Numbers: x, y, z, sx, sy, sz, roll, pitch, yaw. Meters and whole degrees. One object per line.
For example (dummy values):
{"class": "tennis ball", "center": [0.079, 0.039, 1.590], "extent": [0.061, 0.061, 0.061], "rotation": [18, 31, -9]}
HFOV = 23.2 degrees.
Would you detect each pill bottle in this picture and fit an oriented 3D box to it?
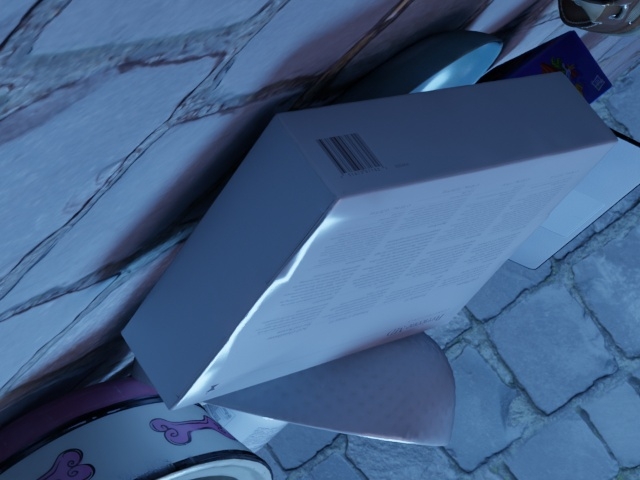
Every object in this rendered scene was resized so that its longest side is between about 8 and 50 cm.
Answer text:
{"class": "pill bottle", "center": [-0.112, 0.253, 2.608], "extent": [0.160, 0.160, 0.283], "rotation": [-35, 173, -35]}

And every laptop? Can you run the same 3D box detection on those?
{"class": "laptop", "center": [0.239, -0.029, 2.348], "extent": [0.382, 0.408, 0.236], "rotation": [-46, -155, 53]}

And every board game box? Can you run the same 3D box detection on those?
{"class": "board game box", "center": [0.129, -0.084, 1.721], "extent": [0.347, 0.078, 0.233], "rotation": [-38, -174, -14]}

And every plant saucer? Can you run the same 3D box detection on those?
{"class": "plant saucer", "center": [0.034, -0.096, 1.445], "extent": [0.317, 0.044, 0.317], "rotation": [-39, 175, -4]}

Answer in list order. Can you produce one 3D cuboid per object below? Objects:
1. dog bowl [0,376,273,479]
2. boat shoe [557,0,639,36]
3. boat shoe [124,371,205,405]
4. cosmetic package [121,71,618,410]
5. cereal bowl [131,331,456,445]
{"class": "dog bowl", "center": [-0.260, 0.308, 1.692], "extent": [0.408, 0.150, 0.408], "rotation": [-30, 154, -16]}
{"class": "boat shoe", "center": [0.282, -0.265, 1.460], "extent": [0.116, 0.123, 0.324], "rotation": [-3, 174, -13]}
{"class": "boat shoe", "center": [-0.195, 0.169, 1.937], "extent": [0.099, 0.116, 0.319], "rotation": [19, -126, 44]}
{"class": "cosmetic package", "center": [0.047, -0.006, 1.352], "extent": [0.377, 0.097, 0.284], "rotation": [-13, 148, -46]}
{"class": "cereal bowl", "center": [-0.017, 0.110, 1.614], "extent": [0.339, 0.339, 0.141], "rotation": [44, 59, -84]}
